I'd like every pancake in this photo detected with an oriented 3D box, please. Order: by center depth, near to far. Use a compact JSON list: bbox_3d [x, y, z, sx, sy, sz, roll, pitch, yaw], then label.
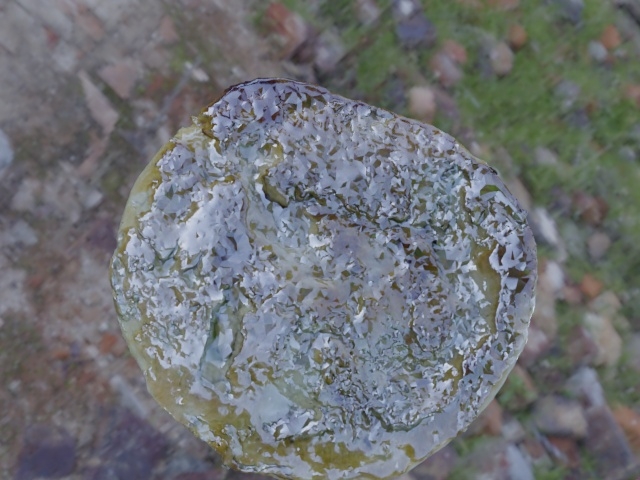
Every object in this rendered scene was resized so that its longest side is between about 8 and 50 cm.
[{"bbox_3d":[0.001,0.034,1.001,0.356,0.065,0.356,2,79,-11],"label":"pancake"}]

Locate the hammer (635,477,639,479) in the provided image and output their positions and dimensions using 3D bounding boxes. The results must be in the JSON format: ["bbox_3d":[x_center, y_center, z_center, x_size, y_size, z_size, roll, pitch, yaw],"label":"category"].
[{"bbox_3d":[0.131,0.133,0.512,0.083,0.043,0.043,-38,90,-31],"label":"hammer"}]
